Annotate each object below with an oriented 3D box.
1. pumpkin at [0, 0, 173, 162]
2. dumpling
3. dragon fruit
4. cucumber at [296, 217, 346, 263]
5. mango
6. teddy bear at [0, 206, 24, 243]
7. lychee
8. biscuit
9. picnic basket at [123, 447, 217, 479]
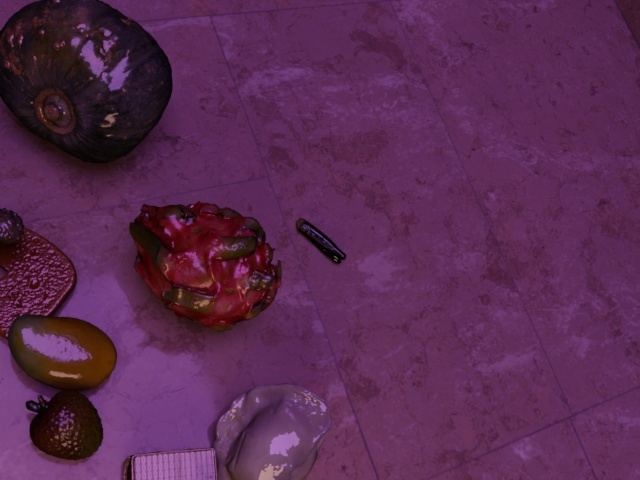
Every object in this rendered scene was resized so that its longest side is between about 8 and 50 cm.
[{"bbox_3d":[-0.455,-0.321,1.399,0.327,0.291,0.257,44,36,-14],"label":"pumpkin"},{"bbox_3d":[-0.098,0.368,1.332,0.258,0.147,0.193,-41,71,-1],"label":"dumpling"},{"bbox_3d":[-0.218,0.037,1.376,0.302,0.231,0.237,30,72,4],"label":"dragon fruit"},{"bbox_3d":[0.001,-0.001,1.588,0.135,0.033,0.034,40,28,-4],"label":"cucumber"},{"bbox_3d":[-0.456,0.193,1.280,0.194,0.092,0.130,38,66,-25],"label":"mango"},{"bbox_3d":[-0.650,0.032,1.257,0.182,0.129,0.251,15,72,31],"label":"teddy bear"},{"bbox_3d":[-0.438,0.315,1.240,0.146,0.114,0.114,49,58,-19],"label":"lychee"},{"bbox_3d":[-0.560,0.075,1.334,0.186,0.036,0.192,34,61,-2],"label":"biscuit"},{"bbox_3d":[-0.261,0.430,1.276,0.164,0.079,0.115,1,68,-21],"label":"picnic basket"}]
